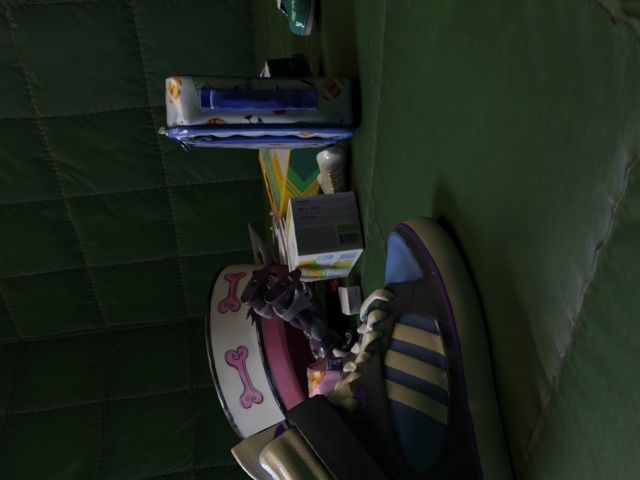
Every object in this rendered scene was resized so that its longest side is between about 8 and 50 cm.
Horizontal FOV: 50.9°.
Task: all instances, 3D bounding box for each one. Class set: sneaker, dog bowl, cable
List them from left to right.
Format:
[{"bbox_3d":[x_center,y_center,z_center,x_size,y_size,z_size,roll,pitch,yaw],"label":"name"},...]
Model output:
[{"bbox_3d":[-0.079,-0.530,1.287,0.108,0.121,0.302,119,144,-77],"label":"sneaker"},{"bbox_3d":[-0.086,0.232,1.439,0.408,0.150,0.408,-16,-90,-76],"label":"dog bowl"},{"bbox_3d":[-0.077,0.019,1.842,0.257,0.089,0.257,136,126,-80],"label":"cable"},{"bbox_3d":[0.026,-0.113,1.159,0.152,0.054,0.061,87,164,-69],"label":"sneaker"},{"bbox_3d":[0.030,0.136,0.630,0.130,0.236,0.323,104,158,-68],"label":"sneaker"}]

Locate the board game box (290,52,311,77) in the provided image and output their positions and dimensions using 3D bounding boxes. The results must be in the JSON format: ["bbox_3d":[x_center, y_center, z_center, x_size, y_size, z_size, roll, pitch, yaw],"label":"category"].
[{"bbox_3d":[-0.032,-0.302,1.480,0.259,0.030,0.136,-108,11,-54],"label":"board game box"}]

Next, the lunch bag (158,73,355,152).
[{"bbox_3d":[-0.102,-0.201,1.066,0.243,0.303,0.115,-147,55,-79],"label":"lunch bag"}]

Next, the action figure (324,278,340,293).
[{"bbox_3d":[0.023,0.088,1.405,0.115,0.030,0.038,-136,45,-75],"label":"action figure"}]

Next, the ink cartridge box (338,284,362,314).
[{"bbox_3d":[0.054,0.105,1.185,0.083,0.028,0.048,163,101,-82],"label":"ink cartridge box"}]

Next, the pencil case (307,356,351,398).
[{"bbox_3d":[0.049,0.328,1.102,0.124,0.124,0.284,139,124,-80],"label":"pencil case"}]

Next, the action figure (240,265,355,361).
[{"bbox_3d":[-0.011,0.158,1.222,0.185,0.099,0.285,22,160,49],"label":"action figure"}]

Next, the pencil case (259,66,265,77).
[{"bbox_3d":[-0.103,-0.348,1.553,0.088,0.086,0.206,50,176,-5],"label":"pencil case"}]

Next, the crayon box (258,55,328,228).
[{"bbox_3d":[-0.062,-0.191,1.388,0.323,0.083,0.203,106,151,-61],"label":"crayon box"}]

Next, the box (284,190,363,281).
[{"bbox_3d":[0.000,0.000,1.183,0.203,0.114,0.103,107,156,-73],"label":"box"}]

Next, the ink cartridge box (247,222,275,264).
[{"bbox_3d":[-0.131,0.182,1.870,0.385,0.091,0.308,61,-175,-32],"label":"ink cartridge box"}]
